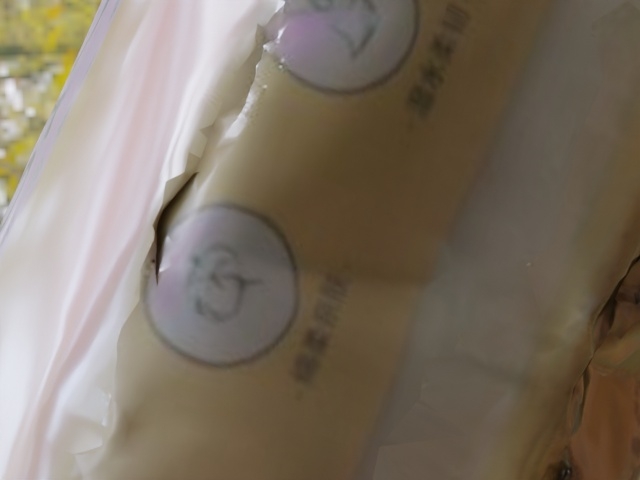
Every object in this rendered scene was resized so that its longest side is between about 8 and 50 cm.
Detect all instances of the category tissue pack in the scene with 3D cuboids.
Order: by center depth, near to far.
[{"bbox_3d":[0.000,0.000,0.408,0.257,0.123,0.215,-66,15,-8],"label":"tissue pack"}]
